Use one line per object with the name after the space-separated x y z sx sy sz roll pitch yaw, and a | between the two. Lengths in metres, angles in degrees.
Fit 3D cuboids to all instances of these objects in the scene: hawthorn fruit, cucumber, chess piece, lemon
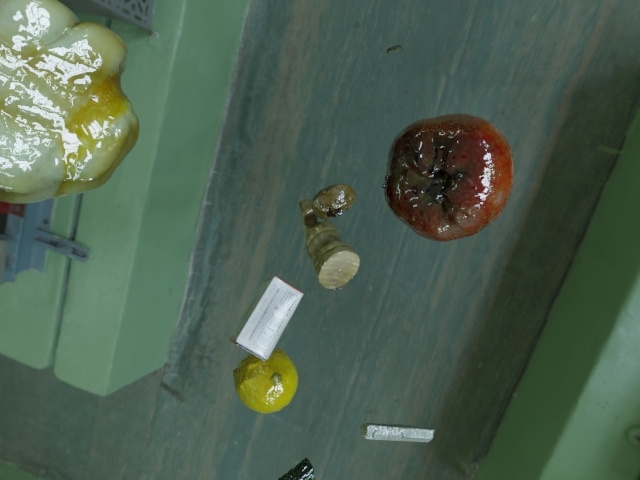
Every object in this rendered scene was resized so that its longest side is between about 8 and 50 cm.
0.315 -0.141 1.003 0.285 0.369 0.284 -1 88 37 | hawthorn fruit
-0.100 0.610 1.053 0.187 0.058 0.058 -26 94 -19 | cucumber
0.000 0.000 1.276 0.137 0.301 0.137 -13 129 -17 | chess piece
-0.200 0.511 1.578 0.234 0.288 0.233 6 75 -21 | lemon

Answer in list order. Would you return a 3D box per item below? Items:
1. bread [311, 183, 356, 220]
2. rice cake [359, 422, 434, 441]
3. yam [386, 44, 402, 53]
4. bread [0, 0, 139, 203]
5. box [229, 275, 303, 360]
0.029 -0.092 1.041 0.113 0.082 0.060 -28 65 20 | bread
0.256 0.634 1.426 0.256 0.052 0.057 11 140 -18 | rice cake
0.145 -0.375 0.846 0.014 0.107 0.014 10 119 18 | yam
-0.442 -0.213 0.614 0.341 0.210 0.300 20 91 -35 | bread
-0.128 0.187 1.030 0.099 0.133 0.182 32 70 -9 | box
